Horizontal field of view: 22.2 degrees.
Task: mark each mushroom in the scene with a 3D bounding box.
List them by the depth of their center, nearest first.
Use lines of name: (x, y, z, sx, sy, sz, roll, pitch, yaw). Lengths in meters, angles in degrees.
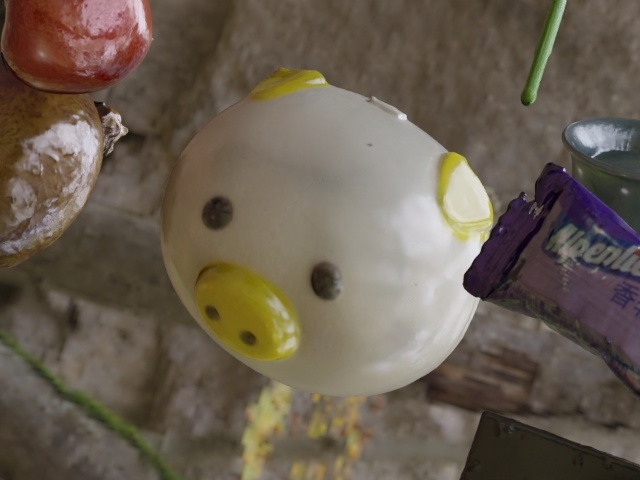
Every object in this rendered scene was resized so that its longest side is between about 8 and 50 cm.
mushroom: (-0.446, -0.093, 2.163, 0.356, 0.331, 0.334, 93, 1, -66)

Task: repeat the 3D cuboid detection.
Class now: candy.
candy: (0.249, 0.048, 1.408, 0.275, 0.070, 0.145, 38, -85, 40)

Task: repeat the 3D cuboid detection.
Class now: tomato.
tomato: (-0.253, -0.222, 1.700, 0.167, 0.167, 0.167, -163, -90, -82)

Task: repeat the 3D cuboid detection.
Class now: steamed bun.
steamed bun: (0.003, -0.001, 1.797, 0.334, 0.374, 0.334, -51, 161, -26)

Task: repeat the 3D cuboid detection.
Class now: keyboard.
keyboard: (0.263, 0.237, 1.336, 0.018, 0.310, 0.100, 14, 95, -75)

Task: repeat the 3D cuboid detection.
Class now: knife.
knife: (0.214, -0.219, 1.458, 0.054, 0.015, 0.212, 87, 21, -87)

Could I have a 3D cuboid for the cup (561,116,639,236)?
cup: (0.368, -0.042, 1.907, 0.199, 0.199, 0.150, -92, -171, -66)
